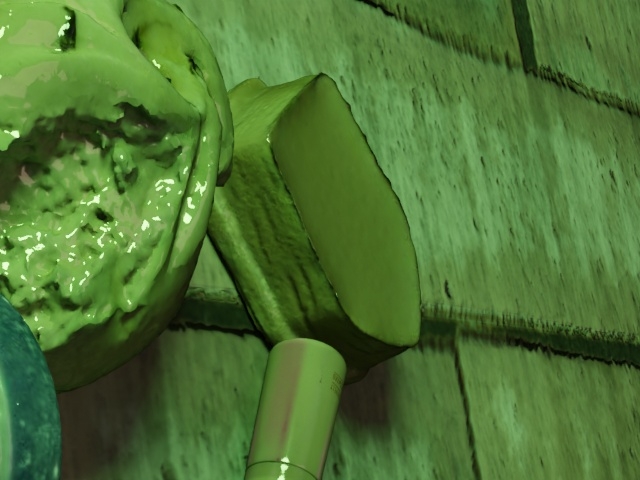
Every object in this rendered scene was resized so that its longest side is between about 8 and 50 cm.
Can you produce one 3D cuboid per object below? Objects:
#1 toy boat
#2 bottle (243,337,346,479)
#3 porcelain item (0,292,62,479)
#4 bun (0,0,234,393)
[{"bbox_3d":[0.000,0.000,0.924,0.188,0.061,0.116,62,32,-19],"label":"toy boat"},{"bbox_3d":[-0.014,0.103,0.869,0.045,0.045,0.096,47,41,-38],"label":"bottle"},{"bbox_3d":[-0.168,0.074,0.535,0.114,0.147,0.147,13,66,-58],"label":"porcelain item"},{"bbox_3d":[-0.113,-0.050,0.711,0.210,0.116,0.237,34,46,-48],"label":"bun"}]
